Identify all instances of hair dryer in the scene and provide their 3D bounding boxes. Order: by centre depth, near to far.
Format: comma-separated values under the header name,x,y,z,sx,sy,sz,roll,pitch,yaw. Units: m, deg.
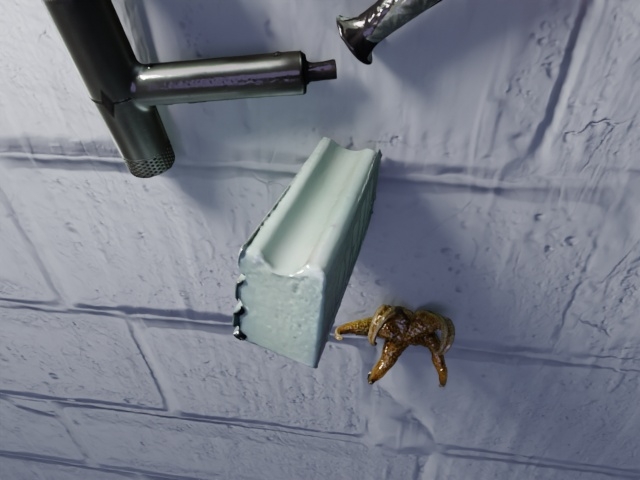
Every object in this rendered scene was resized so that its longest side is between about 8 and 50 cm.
name,x,y,z,sx,sy,sz,roll,pitch,yaw
hair dryer,-0.153,-0.236,0.484,0.284,0.155,0.320,-21,137,1

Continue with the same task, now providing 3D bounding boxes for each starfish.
name,x,y,z,sx,sy,sz,roll,pitch,yaw
starfish,0.117,0.166,0.739,0.190,0.074,0.146,8,128,4

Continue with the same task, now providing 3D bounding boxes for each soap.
name,x,y,z,sx,sy,sz,roll,pitch,yaw
soap,0.000,0.000,0.517,0.094,0.261,0.150,19,131,8

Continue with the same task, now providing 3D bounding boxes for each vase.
name,x,y,z,sx,sy,sz,roll,pitch,yaw
vase,0.096,-0.236,0.433,0.167,0.059,0.059,-27,119,28
